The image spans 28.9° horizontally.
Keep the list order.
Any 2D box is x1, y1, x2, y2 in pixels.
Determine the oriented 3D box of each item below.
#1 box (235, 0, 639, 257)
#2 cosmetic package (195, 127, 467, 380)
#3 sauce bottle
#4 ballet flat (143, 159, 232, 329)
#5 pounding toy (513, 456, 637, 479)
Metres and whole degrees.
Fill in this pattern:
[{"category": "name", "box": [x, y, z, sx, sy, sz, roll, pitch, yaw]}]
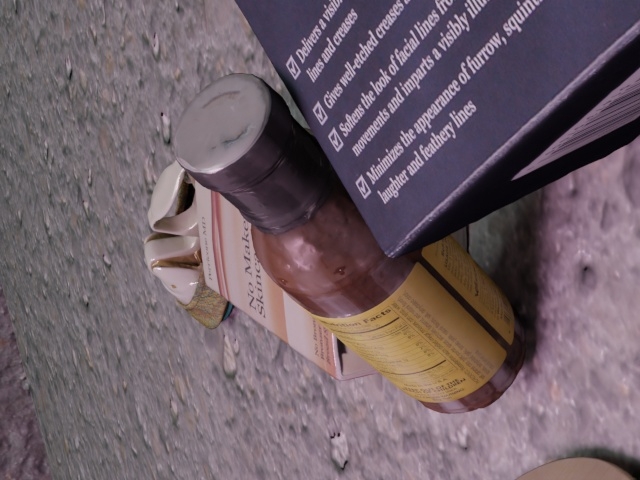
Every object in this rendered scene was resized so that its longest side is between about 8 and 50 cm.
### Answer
[{"category": "box", "box": [0.069, -0.241, 0.654, 0.395, 0.212, 0.293, 60, 153, 9]}, {"category": "cosmetic package", "box": [0.000, 0.000, 1.106, 0.296, 0.129, 0.153, -155, 56, -62]}, {"category": "sauce bottle", "box": [0.029, 0.008, 0.838, 0.344, 0.111, 0.111, 45, -173, -46]}, {"category": "ballet flat", "box": [-0.149, -0.011, 1.454, 0.348, 0.123, 0.123, 110, 142, -49]}, {"category": "pounding toy", "box": [0.162, 0.269, 0.866, 0.237, 0.110, 0.183, -37, 25, 26]}]
